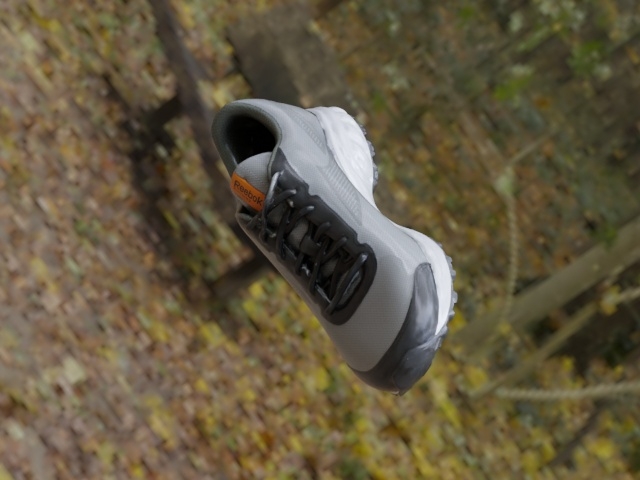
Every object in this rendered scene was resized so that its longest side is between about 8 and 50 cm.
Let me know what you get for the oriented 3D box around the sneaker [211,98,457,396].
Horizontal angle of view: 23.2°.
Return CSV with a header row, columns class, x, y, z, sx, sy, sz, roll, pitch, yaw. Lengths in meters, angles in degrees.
class,x,y,z,sx,sy,sz,roll,pitch,yaw
sneaker,0.000,0.000,1.020,0.108,0.100,0.271,15,29,-35
